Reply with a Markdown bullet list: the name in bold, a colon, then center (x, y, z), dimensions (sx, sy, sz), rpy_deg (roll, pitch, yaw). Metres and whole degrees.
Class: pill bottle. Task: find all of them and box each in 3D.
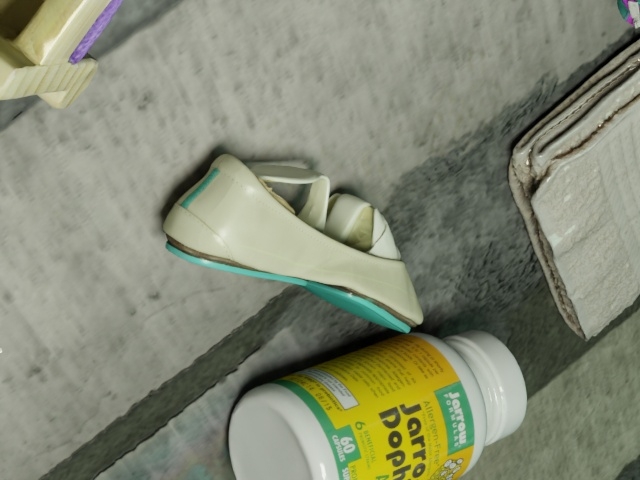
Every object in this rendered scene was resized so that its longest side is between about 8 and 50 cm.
- **pill bottle**: center (0.047, 0.135, 1.270), dimensions (0.208, 0.117, 0.118), rpy_deg (-17, 138, -35)

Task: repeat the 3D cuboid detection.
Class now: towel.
- **towel**: center (0.246, -0.043, 1.349), dimensions (0.187, 0.049, 0.282), rpy_deg (-40, 146, -5)

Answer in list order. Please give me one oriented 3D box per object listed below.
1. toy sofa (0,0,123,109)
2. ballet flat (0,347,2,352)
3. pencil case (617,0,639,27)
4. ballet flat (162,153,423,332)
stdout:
- **toy sofa**: center (-0.056, -0.235, 0.672), dimensions (0.362, 0.150, 0.177), rpy_deg (-52, 178, 11)
- **ballet flat**: center (-0.242, 0.142, 1.013), dimensions (0.077, 0.091, 0.241), rpy_deg (-32, 155, -58)
- **pencil case**: center (0.199, -0.192, 1.125), dimensions (0.151, 0.064, 0.070), rpy_deg (29, 79, -55)
- **ballet flat**: center (0.000, 0.000, 1.118), dimensions (0.086, 0.086, 0.248), rpy_deg (-52, 145, 12)
